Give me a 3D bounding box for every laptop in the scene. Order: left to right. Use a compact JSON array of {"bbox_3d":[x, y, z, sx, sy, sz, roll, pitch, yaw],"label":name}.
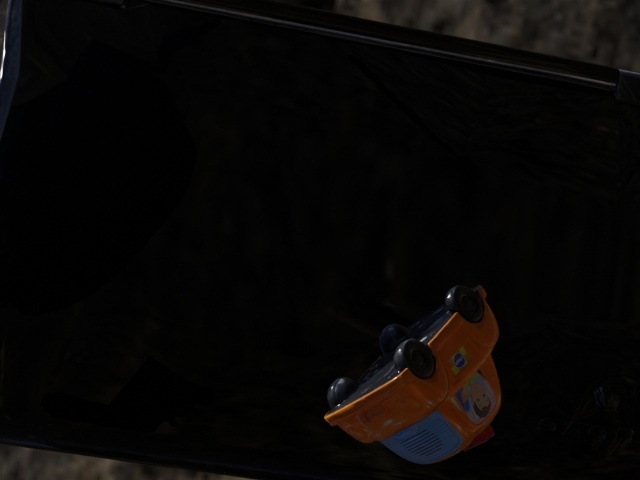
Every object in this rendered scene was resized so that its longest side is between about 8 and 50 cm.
[{"bbox_3d":[0.000,0.000,1.081,0.408,0.381,0.236,178,102,-77],"label":"laptop"}]

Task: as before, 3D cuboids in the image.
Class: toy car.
[{"bbox_3d":[0.004,0.062,0.572,0.122,0.040,0.060,-36,5,23],"label":"toy car"}]
